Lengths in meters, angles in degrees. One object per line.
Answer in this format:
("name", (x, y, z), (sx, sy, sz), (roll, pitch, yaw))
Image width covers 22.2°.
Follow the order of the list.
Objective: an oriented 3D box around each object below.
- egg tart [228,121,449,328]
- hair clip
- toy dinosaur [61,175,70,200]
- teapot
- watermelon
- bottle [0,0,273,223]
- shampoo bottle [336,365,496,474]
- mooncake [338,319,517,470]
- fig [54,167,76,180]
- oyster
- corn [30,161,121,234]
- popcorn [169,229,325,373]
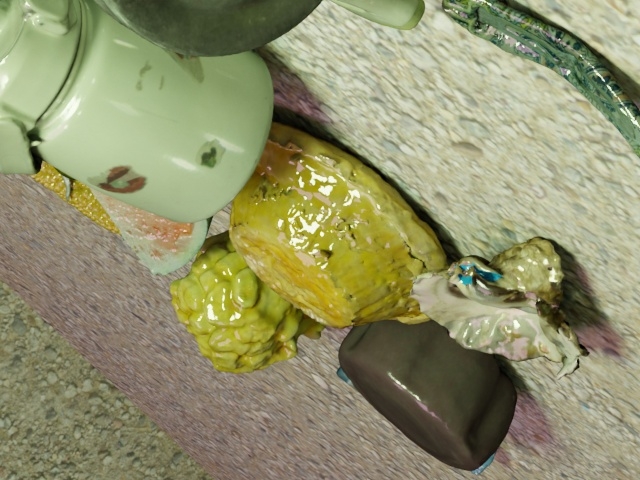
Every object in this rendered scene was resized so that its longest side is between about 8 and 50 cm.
("egg tart", (-0.001, -0.001, 1.922), (0.341, 0.132, 0.341), (35, 161, 14))
("hair clip", (0.196, -0.142, 1.340), (0.229, 0.036, 0.066), (40, 159, 15))
("toy dinosaur", (-0.394, -0.160, 2.341), (0.167, 0.053, 0.242), (44, 156, 26))
("teapot", (-0.080, -0.295, 1.308), (0.239, 0.322, 0.239), (41, 131, 51))
("watermelon", (-0.214, -0.102, 1.984), (0.305, 0.180, 0.224), (59, 178, -32))
("bottle", (-0.245, -0.157, 1.665), (0.352, 0.229, 0.229), (20, 177, -39))
("shampoo bottle", (0.143, 0.247, 2.379), (0.258, 0.061, 0.104), (37, 162, 2))
("mooncake", (0.138, 0.184, 2.109), (0.245, 0.133, 0.245), (34, 162, 12))
("fig", (-0.336, -0.164, 2.197), (0.156, 0.123, 0.123), (47, 164, 10))
("oyster", (0.193, 0.068, 1.779), (0.223, 0.083, 0.214), (12, 151, 34))
("corn", (-0.384, -0.108, 2.451), (0.292, 0.101, 0.101), (39, 163, 2))
("popcorn", (-0.083, 0.074, 2.176), (0.181, 0.217, 0.235), (62, -166, 26))
